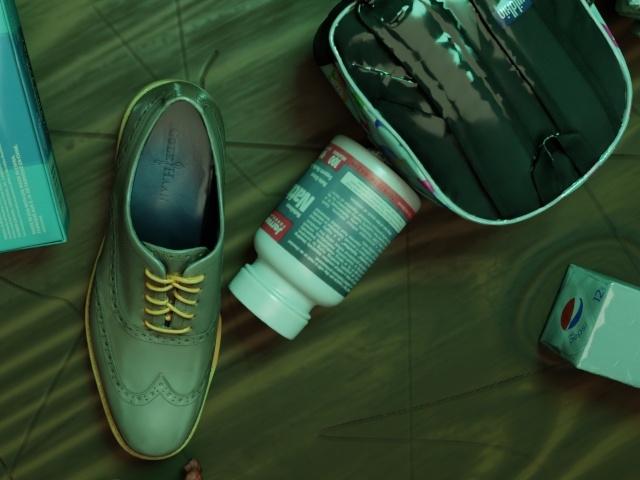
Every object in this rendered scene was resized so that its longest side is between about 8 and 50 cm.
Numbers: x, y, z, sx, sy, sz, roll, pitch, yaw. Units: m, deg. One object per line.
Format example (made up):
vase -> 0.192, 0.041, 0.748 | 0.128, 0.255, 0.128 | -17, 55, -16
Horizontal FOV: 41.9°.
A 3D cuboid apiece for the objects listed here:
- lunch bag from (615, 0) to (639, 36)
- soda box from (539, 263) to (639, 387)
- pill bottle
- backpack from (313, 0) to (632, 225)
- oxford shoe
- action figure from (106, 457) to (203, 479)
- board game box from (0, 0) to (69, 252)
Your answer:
lunch bag -> 0.390, -0.361, 0.771 | 0.256, 0.212, 0.305 | -10, 101, 7
soda box -> 0.392, 0.119, 0.906 | 0.286, 0.091, 0.098 | 18, 97, -14
pill bottle -> 0.000, 0.000, 0.792 | 0.108, 0.108, 0.180 | 40, 89, -16
backpack -> 0.139, -0.146, 0.753 | 0.225, 0.191, 0.253 | -40, 98, -1
oxford shoe -> -0.148, 0.038, 0.754 | 0.130, 0.133, 0.364 | 1, 100, -13
action figure -> -0.122, 0.282, 0.835 | 0.091, 0.139, 0.280 | -50, 128, -3
board game box -> -0.405, -0.094, 0.684 | 0.336, 0.079, 0.254 | -11, 112, -10
